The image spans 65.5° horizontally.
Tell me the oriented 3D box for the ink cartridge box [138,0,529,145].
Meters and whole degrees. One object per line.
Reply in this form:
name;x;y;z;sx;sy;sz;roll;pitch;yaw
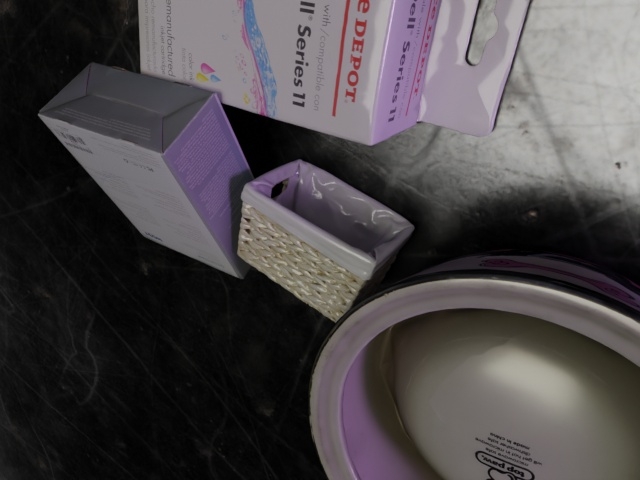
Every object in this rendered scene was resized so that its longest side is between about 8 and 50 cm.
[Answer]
ink cartridge box;-0.003;-0.219;0.458;0.353;0.119;0.207;21;120;24

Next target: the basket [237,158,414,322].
basket;0.000;0.000;0.559;0.167;0.113;0.103;32;126;18

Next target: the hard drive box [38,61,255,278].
hard drive box;-0.174;-0.073;0.583;0.181;0.089;0.232;20;153;23

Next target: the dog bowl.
dog bowl;0.196;0.190;0.495;0.407;0.150;0.408;13;117;27
